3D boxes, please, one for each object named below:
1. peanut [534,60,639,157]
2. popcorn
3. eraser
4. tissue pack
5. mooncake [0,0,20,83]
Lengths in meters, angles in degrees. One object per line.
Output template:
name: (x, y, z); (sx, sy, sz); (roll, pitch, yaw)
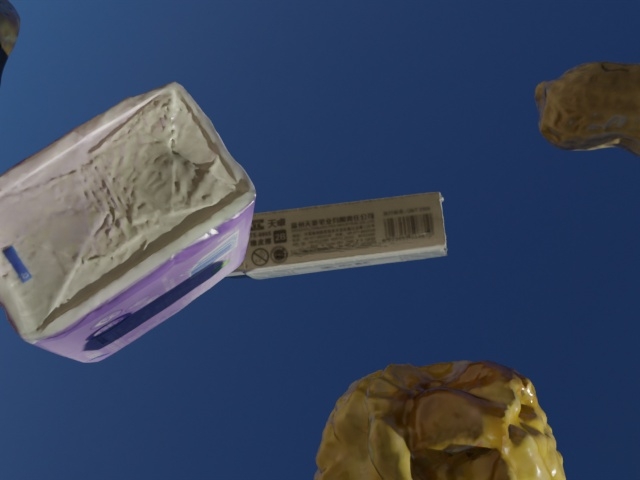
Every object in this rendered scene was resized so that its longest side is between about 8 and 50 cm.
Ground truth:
peanut: (0.450, -0.184, 1.185); (0.292, 0.143, 0.159); (-7, -118, 12)
popcorn: (0.159, 0.332, 1.119); (0.349, 0.349, 0.381); (-44, -166, 20)
eraser: (0.000, 0.000, 1.380); (0.404, 0.096, 0.098); (-7, -101, 12)
tissue pack: (-0.204, 0.001, 0.894); (0.242, 0.338, 0.160); (-33, -95, -13)
mooncake: (-0.511, -0.260, 1.022); (0.290, 0.290, 0.161); (42, -72, 44)
